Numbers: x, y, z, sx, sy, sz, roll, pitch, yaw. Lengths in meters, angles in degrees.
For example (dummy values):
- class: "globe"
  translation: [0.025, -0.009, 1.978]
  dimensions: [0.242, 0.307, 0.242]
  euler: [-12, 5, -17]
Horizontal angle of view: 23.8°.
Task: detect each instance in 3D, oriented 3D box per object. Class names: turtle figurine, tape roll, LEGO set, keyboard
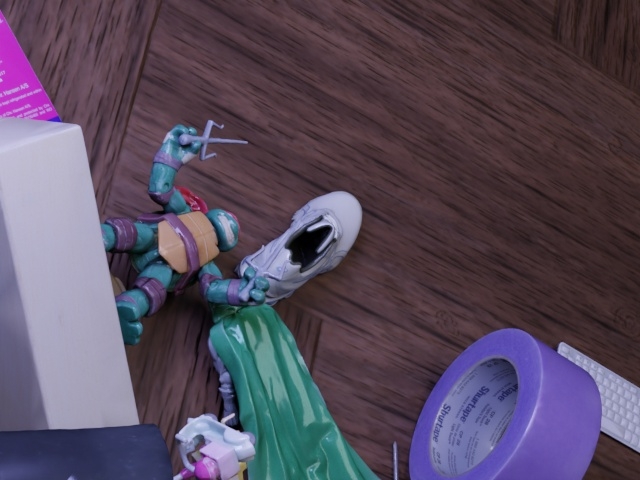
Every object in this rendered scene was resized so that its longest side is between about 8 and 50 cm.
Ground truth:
- class: "turtle figurine"
  translation: [-0.119, 0.002, 1.338]
  dimensions: [0.175, 0.118, 0.234]
  euler: [52, 40, 8]
- class: "tape roll"
  translation: [0.175, 0.185, 1.450]
  dimensions: [0.080, 0.189, 0.189]
  euler: [31, 55, -23]
- class: "LEGO set"
  translation: [-0.086, 0.281, 1.268]
  dimensions: [0.107, 0.132, 0.287]
  euler: [-26, 111, -25]
- class: "keyboard"
  translation: [0.353, 0.200, 1.698]
  dimensions: [0.256, 0.014, 0.072]
  euler: [30, 55, -24]

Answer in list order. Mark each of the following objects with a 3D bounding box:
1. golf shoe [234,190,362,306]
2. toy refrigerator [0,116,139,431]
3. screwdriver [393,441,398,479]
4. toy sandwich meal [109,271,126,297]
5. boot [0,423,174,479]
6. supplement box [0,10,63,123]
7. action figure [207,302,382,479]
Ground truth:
- class: "golf shoe"
  translation: [0.000, 0.000, 1.466]
  dimensions: [0.069, 0.086, 0.176]
  euler: [51, 48, -6]
- class: "toy refrigerator"
  translation: [-0.222, 0.045, 1.191]
  dimensions: [0.094, 0.102, 0.270]
  euler: [-26, 114, -41]
- class: "screwdriver"
  translation: [0.072, 0.274, 1.451]
  dimensions: [0.024, 0.025, 0.170]
  euler: [18, 52, -30]
- class: "toy sandwich meal"
  translation: [-0.206, 0.055, 1.322]
  dimensions: [0.085, 0.029, 0.086]
  euler: [14, 64, -29]
- class: "boot"
  translation: [-0.314, 0.145, 1.044]
  dimensions: [0.445, 0.146, 0.367]
  euler: [6, 86, -20]
- class: "supplement box"
  translation: [-0.328, -0.153, 1.261]
  dimensions: [0.114, 0.111, 0.220]
  euler: [-27, 88, -41]
- class: "action figure"
  translation: [-0.046, 0.143, 1.381]
  dimensions: [0.137, 0.063, 0.232]
  euler: [-22, 89, -39]
